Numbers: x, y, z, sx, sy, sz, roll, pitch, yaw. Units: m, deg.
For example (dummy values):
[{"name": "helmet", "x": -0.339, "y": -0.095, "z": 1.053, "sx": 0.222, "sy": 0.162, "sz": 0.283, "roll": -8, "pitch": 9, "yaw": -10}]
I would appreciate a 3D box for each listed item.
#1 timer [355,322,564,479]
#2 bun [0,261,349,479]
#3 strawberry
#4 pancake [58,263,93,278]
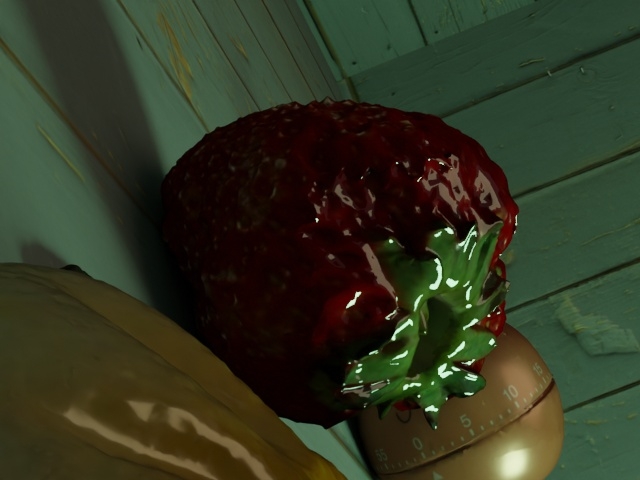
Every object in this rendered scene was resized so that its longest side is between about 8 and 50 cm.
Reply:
[{"name": "timer", "x": 0.153, "y": 0.195, "z": 1.704, "sx": 0.215, "sy": 0.229, "sz": 0.229, "roll": 60, "pitch": 6, "yaw": 3}, {"name": "bun", "x": -0.048, "y": 0.138, "z": 0.475, "sx": 0.299, "sy": 0.164, "sz": 0.299, "roll": -20, "pitch": 90, "yaw": -84}, {"name": "strawberry", "x": 0.000, "y": 0.000, "z": 1.111, "sx": 0.277, "sy": 0.257, "sz": 0.257, "roll": 32, "pitch": -19, "yaw": 37}, {"name": "pancake", "x": -0.097, "y": 0.109, "z": 0.812, "sx": 0.184, "sy": 0.020, "sz": 0.191, "roll": 62, "pitch": 8, "yaw": -49}]
